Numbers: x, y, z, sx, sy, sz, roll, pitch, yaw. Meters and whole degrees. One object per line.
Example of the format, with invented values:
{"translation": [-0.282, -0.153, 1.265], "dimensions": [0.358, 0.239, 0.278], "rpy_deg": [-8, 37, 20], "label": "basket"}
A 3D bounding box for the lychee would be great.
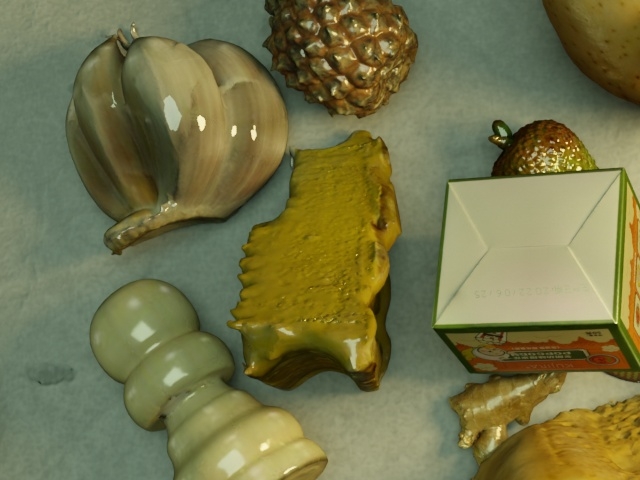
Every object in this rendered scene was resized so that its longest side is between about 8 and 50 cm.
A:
{"translation": [0.247, -0.081, 1.593], "dimensions": [0.146, 0.114, 0.114], "rpy_deg": [36, 85, -6], "label": "lychee"}

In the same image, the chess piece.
{"translation": [-0.144, 0.177, 1.577], "dimensions": [0.167, 0.167, 0.299], "rpy_deg": [-38, 71, -2], "label": "chess piece"}

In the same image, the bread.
{"translation": [0.347, 0.303, 1.389], "dimensions": [0.361, 0.394, 0.250], "rpy_deg": [-14, 94, 0], "label": "bread"}

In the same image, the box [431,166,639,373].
{"translation": [0.236, 0.037, 1.502], "dimensions": [0.195, 0.148, 0.177], "rpy_deg": [-3, 64, 23], "label": "box"}

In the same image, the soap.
{"translation": [0.000, 0.000, 1.487], "dimensions": [0.169, 0.338, 0.304], "rpy_deg": [-3, 81, 4], "label": "soap"}

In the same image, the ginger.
{"translation": [0.222, 0.143, 1.581], "dimensions": [0.176, 0.052, 0.193], "rpy_deg": [-18, 75, 15], "label": "ginger"}

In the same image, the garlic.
{"translation": [-0.172, -0.131, 1.648], "dimensions": [0.237, 0.210, 0.292], "rpy_deg": [-12, 78, 39], "label": "garlic"}

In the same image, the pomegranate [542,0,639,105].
{"translation": [0.400, -0.289, 1.471], "dimensions": [0.410, 0.410, 0.410], "rpy_deg": [-1, 80, 6], "label": "pomegranate"}

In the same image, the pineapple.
{"translation": [0.011, -0.236, 1.622], "dimensions": [0.193, 0.166, 0.166], "rpy_deg": [33, 85, 13], "label": "pineapple"}

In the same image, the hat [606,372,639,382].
{"translation": [0.363, 0.059, 1.570], "dimensions": [0.193, 0.082, 0.193], "rpy_deg": [-1, 80, 4], "label": "hat"}
